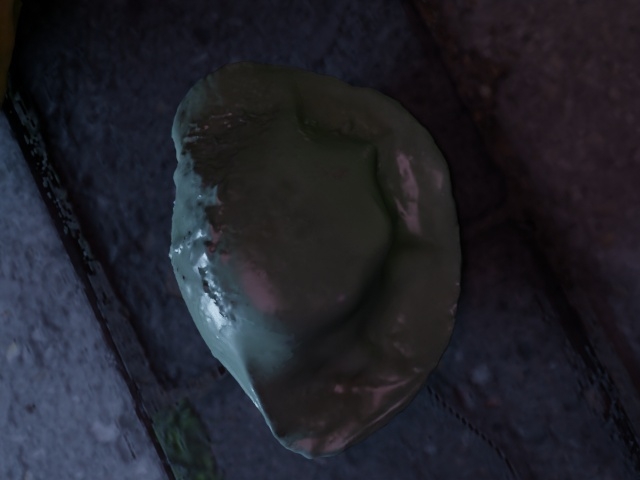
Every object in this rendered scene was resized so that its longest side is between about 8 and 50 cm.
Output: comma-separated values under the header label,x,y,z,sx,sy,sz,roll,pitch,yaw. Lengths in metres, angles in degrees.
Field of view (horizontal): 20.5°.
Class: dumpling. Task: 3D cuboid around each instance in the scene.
label,x,y,z,sx,sy,sz,roll,pitch,yaw
dumpling,-0.010,0.002,0.932,0.152,0.108,0.219,-23,82,20

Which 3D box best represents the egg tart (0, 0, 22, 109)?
label,x,y,z,sx,sy,sz,roll,pitch,yaw
egg tart,-0.292,-0.138,1.047,0.315,0.120,0.315,0,90,22
